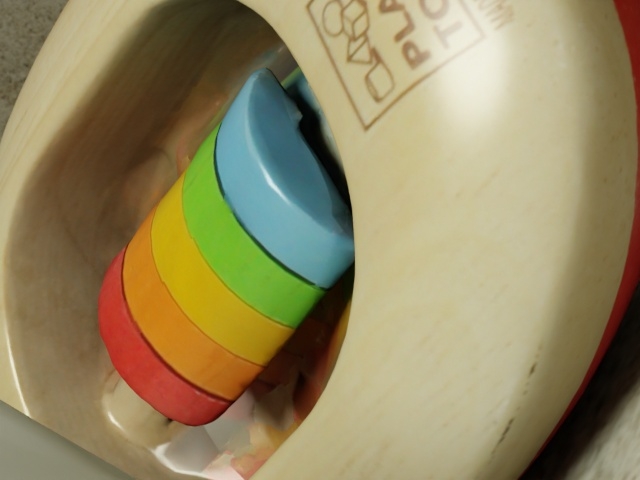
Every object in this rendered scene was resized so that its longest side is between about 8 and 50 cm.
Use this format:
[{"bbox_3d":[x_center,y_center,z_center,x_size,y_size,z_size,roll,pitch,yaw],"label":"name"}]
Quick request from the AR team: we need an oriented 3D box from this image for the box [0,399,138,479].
[{"bbox_3d":[-0.103,0.255,0.548,0.345,0.215,0.168,-57,7,7],"label":"box"}]

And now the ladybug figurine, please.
[{"bbox_3d":[0.000,0.000,0.825,0.162,0.305,0.449,-7,-26,-40],"label":"ladybug figurine"}]
